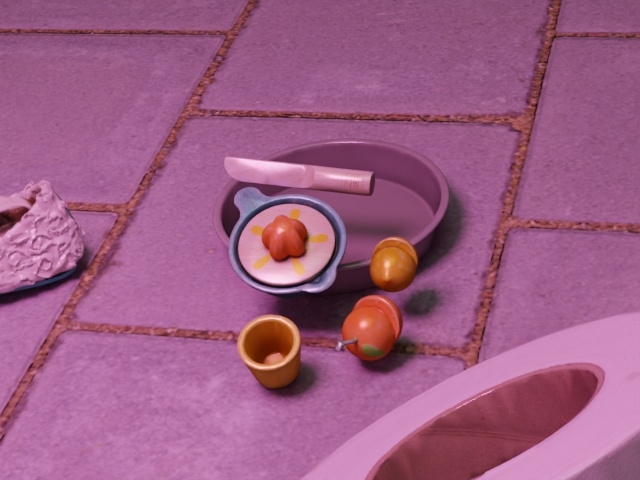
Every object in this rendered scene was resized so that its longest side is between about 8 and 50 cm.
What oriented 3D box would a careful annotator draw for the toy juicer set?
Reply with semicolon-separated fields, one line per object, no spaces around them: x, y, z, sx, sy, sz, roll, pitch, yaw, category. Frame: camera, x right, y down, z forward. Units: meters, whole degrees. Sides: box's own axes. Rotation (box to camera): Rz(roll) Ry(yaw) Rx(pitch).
0.000;0.000;1.654;0.209;0.089;0.329;-10;54;3;toy juicer set

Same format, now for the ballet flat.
-0.488;0.027;1.771;0.409;0.147;0.147;-22;37;-18;ballet flat

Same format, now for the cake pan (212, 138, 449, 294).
0.015;-0.029;1.818;0.293;0.054;0.293;-5;35;4;cake pan

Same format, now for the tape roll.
0.140;0.173;1.131;0.392;0.072;0.392;-27;7;3;tape roll
